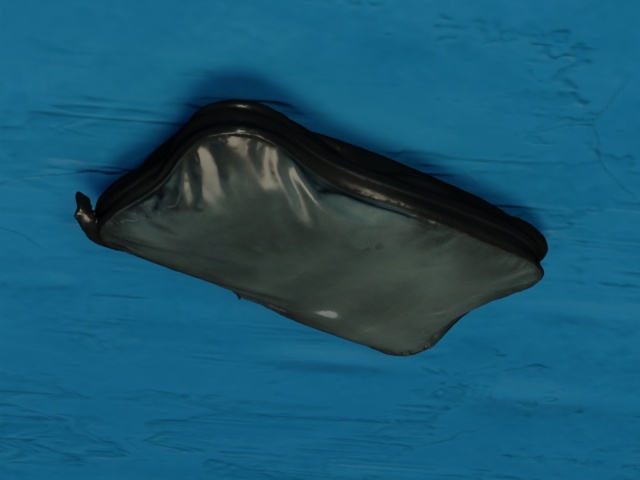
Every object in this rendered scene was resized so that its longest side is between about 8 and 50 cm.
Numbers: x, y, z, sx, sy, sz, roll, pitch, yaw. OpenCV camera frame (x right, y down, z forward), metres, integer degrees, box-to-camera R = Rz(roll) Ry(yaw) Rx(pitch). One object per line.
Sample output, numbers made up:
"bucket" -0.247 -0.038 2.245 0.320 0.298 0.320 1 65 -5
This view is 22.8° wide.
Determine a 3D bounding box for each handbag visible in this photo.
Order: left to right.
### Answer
"handbag" -0.002 -0.001 1.167 0.332 0.075 0.191 21 143 -31
